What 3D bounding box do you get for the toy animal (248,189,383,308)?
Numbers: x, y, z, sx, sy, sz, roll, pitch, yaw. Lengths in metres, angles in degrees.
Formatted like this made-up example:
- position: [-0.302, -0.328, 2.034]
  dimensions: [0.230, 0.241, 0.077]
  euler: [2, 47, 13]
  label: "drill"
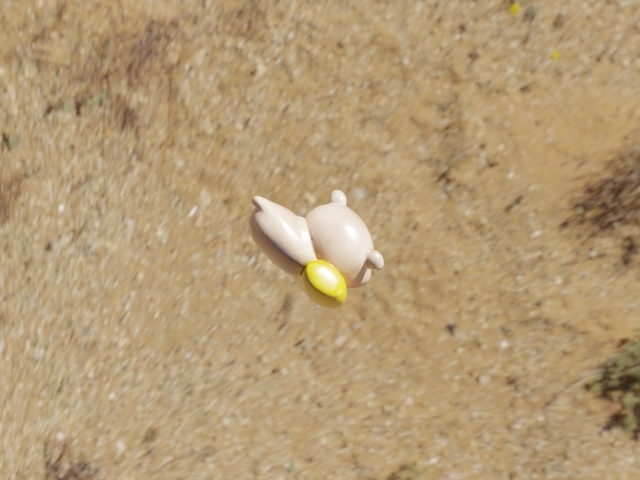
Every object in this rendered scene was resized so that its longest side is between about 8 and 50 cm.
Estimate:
- position: [0.000, 0.000, 1.258]
  dimensions: [0.114, 0.091, 0.082]
  euler: [43, 88, 15]
  label: "toy animal"
